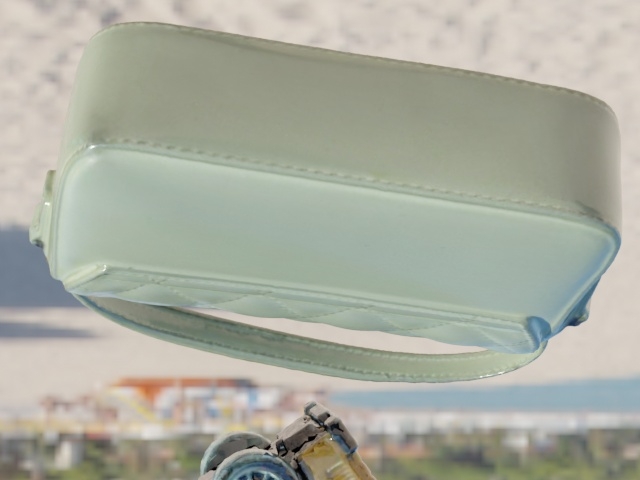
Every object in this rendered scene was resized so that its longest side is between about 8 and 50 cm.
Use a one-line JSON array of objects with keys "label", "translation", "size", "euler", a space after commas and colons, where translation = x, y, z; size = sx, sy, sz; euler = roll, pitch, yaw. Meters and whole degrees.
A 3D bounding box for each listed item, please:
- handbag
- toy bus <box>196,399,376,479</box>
[{"label": "handbag", "translation": [0.000, 0.000, 0.878], "size": [0.256, 0.079, 0.219], "euler": [9, 150, -6]}, {"label": "toy bus", "translation": [-0.072, 0.227, 1.098], "size": [0.275, 0.167, 0.138], "euler": [-34, -176, -6]}]
